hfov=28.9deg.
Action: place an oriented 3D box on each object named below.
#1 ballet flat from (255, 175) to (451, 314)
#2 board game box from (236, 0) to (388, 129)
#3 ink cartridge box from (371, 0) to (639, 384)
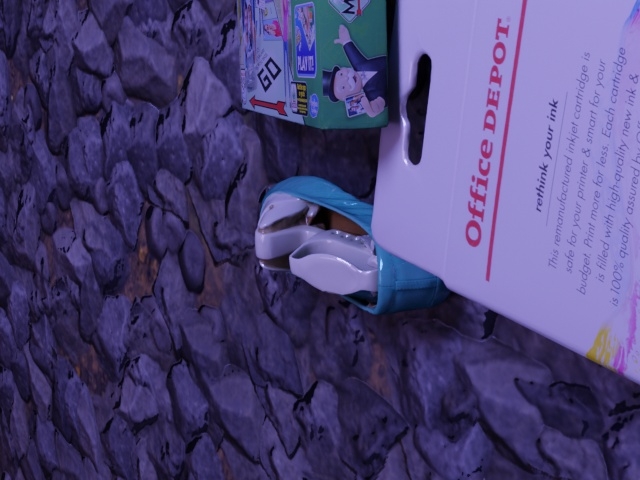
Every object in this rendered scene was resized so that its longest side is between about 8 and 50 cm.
[{"bbox_3d":[0.000,0.000,0.967,0.247,0.087,0.083,19,113,52],"label":"ballet flat"},{"bbox_3d":[-0.016,-0.194,0.882,0.317,0.046,0.214,-147,54,-75],"label":"board game box"},{"bbox_3d":[0.185,-0.042,0.671,0.353,0.119,0.207,28,119,49],"label":"ink cartridge box"}]
